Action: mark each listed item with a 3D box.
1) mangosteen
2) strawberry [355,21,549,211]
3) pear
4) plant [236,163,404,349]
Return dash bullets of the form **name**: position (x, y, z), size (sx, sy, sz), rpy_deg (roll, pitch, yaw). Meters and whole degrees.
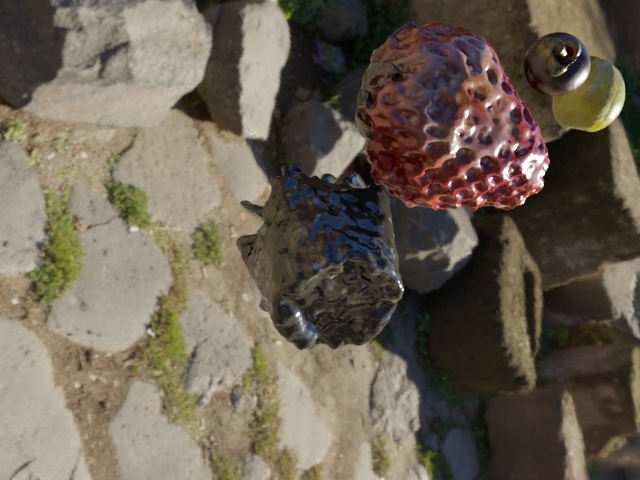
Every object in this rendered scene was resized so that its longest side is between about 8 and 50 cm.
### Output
- **mangosteen**: position (0.297, -0.221, 0.925), size (0.081, 0.081, 0.081), rpy_deg (32, 49, -48)
- **strawberry**: position (0.212, -0.168, 1.058), size (0.336, 0.149, 0.265), rpy_deg (27, 72, -23)
- **pear**: position (0.586, -0.316, 1.622), size (0.149, 0.149, 0.162), rpy_deg (-5, 117, -59)
- **plant**: position (0.000, 0.000, 0.993), size (0.199, 0.188, 0.276), rpy_deg (5, 34, -17)
